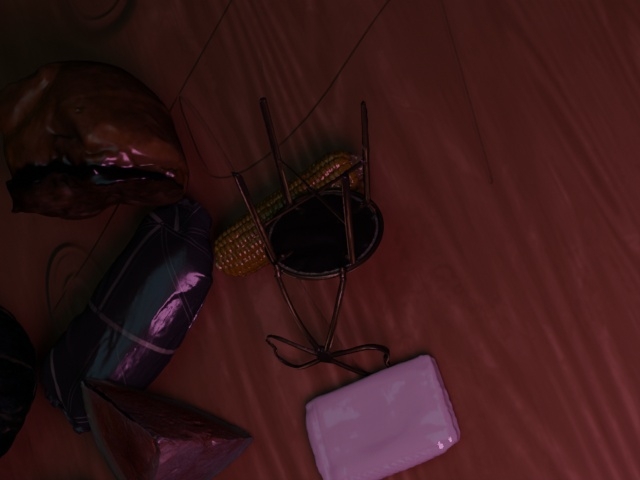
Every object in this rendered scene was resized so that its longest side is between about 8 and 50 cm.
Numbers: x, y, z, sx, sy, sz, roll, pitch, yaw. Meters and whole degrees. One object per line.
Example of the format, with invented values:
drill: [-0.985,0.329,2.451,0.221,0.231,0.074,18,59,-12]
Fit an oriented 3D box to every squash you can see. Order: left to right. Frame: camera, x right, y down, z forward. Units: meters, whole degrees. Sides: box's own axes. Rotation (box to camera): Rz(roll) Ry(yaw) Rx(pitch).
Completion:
squash: [-0.493,0.194,1.787,0.252,0.165,0.252,-14,66,34]

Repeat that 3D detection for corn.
corn: [-0.036,-0.032,1.694,0.238,0.080,0.080,-36,64,16]

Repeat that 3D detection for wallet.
wallet: [0.073,0.221,1.599,0.183,0.032,0.124,-26,68,19]

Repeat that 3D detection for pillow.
pillow: [-0.247,0.094,1.752,0.161,0.092,0.335,36,92,33]

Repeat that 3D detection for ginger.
ginger: [-0.295,-0.139,1.772,0.269,0.200,0.223,-15,72,33]

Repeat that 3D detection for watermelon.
watermelon: [-0.198,0.225,1.644,0.207,0.136,0.202,46,144,-4]

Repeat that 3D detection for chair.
chair: [0.000,0.000,1.582,0.159,0.326,0.170,1,47,16]
